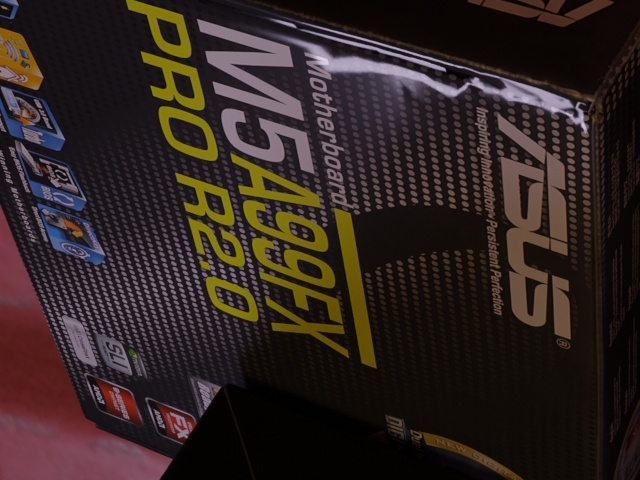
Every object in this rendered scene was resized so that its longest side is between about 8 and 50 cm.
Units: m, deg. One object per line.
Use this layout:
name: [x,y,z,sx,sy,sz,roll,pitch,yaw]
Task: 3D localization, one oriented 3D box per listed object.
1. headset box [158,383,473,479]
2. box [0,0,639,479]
headset box: [-0.018,0.227,0.641,0.110,0.218,0.293,20,149,23]
box: [0.000,0.000,0.572,0.216,0.060,0.270,20,147,22]
